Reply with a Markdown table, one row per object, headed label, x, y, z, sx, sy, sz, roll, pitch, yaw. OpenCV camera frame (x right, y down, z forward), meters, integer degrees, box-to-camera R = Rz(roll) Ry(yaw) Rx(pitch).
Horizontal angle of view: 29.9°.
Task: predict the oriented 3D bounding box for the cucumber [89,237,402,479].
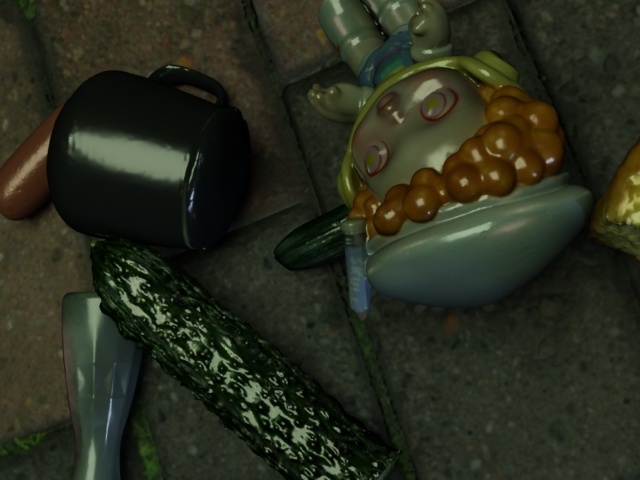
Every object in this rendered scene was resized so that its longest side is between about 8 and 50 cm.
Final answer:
| label | x | y | z | sx | sy | sz | roll | pitch | yaw |
| --- | --- | --- | --- | --- | --- | --- | --- | --- | --- |
| cucumber | -0.088 | 0.122 | 1.132 | 0.359 | 0.096 | 0.096 | 38 | 92 | 12 |

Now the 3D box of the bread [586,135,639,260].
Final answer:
| label | x | y | z | sx | sy | sz | roll | pitch | yaw |
| --- | --- | --- | --- | --- | --- | --- | --- | --- | --- |
| bread | 0.397 | -0.039 | 0.975 | 0.340 | 0.194 | 0.179 | 19 | 87 | 26 |

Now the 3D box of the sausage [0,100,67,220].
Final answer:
| label | x | y | z | sx | sy | sz | roll | pitch | yaw |
| --- | --- | --- | --- | --- | --- | --- | --- | --- | --- |
| sausage | -0.294 | -0.089 | 1.294 | 0.154 | 0.062 | 0.062 | -46 | 68 | 4 |

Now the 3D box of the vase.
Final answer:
| label | x | y | z | sx | sy | sz | roll | pitch | yaw |
| --- | --- | --- | --- | --- | --- | --- | --- | --- | --- |
| vase | -0.222 | 0.161 | 1.210 | 0.086 | 0.086 | 0.214 | -1 | 83 | 19 |

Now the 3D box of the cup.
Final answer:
| label | x | y | z | sx | sy | sz | roll | pitch | yaw |
| --- | --- | --- | --- | --- | --- | --- | --- | --- | --- |
| cup | -0.158 | -0.095 | 1.208 | 0.177 | 0.169 | 0.223 | 13 | 52 | 17 |

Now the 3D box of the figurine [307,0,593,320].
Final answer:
| label | x | y | z | sx | sy | sz | roll | pitch | yaw |
| --- | --- | --- | --- | --- | --- | --- | --- | --- | --- |
| figurine | 0.118 | -0.112 | 1.106 | 0.225 | 0.205 | 0.381 | -24 | 54 | 26 |

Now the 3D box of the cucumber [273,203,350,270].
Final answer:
| label | x | y | z | sx | sy | sz | roll | pitch | yaw |
| --- | --- | --- | --- | --- | --- | --- | --- | --- | --- |
| cucumber | 0.000 | 0.000 | 1.182 | 0.105 | 0.048 | 0.048 | -25 | 72 | 12 |
